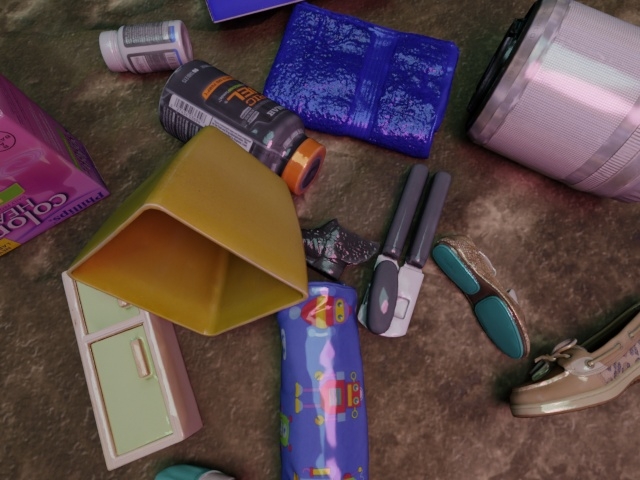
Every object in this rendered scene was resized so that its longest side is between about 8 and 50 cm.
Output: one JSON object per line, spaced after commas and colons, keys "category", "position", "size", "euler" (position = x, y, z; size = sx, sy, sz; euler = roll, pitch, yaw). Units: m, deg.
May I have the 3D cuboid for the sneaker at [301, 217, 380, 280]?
{"category": "sneaker", "position": [0.000, -0.001, 0.633], "size": [0.170, 0.051, 0.089], "euler": [31, 78, 3]}

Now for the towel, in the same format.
{"category": "towel", "position": [0.068, -0.282, 0.691], "size": [0.309, 0.076, 0.227], "euler": [15, 75, 4]}

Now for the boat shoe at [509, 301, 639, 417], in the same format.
{"category": "boat shoe", "position": [0.378, 0.166, 0.566], "size": [0.286, 0.104, 0.089], "euler": [-17, 71, -14]}

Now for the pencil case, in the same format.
{"category": "pencil case", "position": [-0.002, 0.203, 0.542], "size": [0.120, 0.133, 0.305], "euler": [3, 75, -24]}

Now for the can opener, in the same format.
{"category": "can opener", "position": [0.133, 0.008, 0.605], "size": [0.076, 0.095, 0.283], "euler": [20, 77, 5]}

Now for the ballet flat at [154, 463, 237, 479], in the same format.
{"category": "ballet flat", "position": [-0.099, 0.359, 0.516], "size": [0.247, 0.083, 0.087], "euler": [39, 111, 5]}

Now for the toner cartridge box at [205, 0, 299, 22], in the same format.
{"category": "toner cartridge box", "position": [-0.039, -0.490, 0.714], "size": [0.348, 0.075, 0.165], "euler": [-16, 47, -4]}

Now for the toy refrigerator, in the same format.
{"category": "toy refrigerator", "position": [-0.265, 0.156, 0.570], "size": [0.103, 0.094, 0.269], "euler": [-21, 76, -5]}

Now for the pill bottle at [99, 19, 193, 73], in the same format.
{"category": "pill bottle", "position": [-0.301, -0.335, 0.706], "size": [0.137, 0.078, 0.078], "euler": [-6, 75, -2]}

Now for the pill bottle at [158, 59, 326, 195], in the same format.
{"category": "pill bottle", "position": [-0.115, -0.167, 0.635], "size": [0.246, 0.130, 0.130], "euler": [32, 78, 7]}

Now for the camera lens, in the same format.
{"category": "camera lens", "position": [0.376, -0.202, 0.594], "size": [0.275, 0.219, 0.219], "euler": [28, 77, 7]}

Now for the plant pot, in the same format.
{"category": "plant pot", "position": [-0.151, -0.018, 0.536], "size": [0.212, 0.212, 0.187], "euler": [-27, 42, 35]}

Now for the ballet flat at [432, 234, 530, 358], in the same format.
{"category": "ballet flat", "position": [0.252, 0.074, 0.604], "size": [0.067, 0.073, 0.206], "euler": [-27, 80, -29]}

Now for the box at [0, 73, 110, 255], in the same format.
{"category": "box", "position": [-0.469, -0.098, 0.560], "size": [0.214, 0.243, 0.117], "euler": [-32, 78, -8]}
